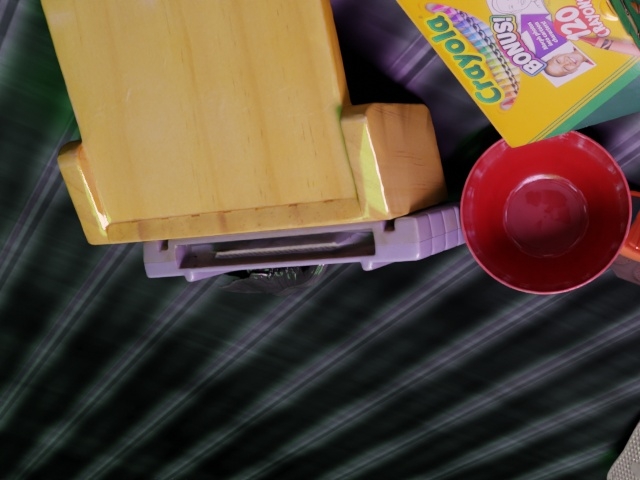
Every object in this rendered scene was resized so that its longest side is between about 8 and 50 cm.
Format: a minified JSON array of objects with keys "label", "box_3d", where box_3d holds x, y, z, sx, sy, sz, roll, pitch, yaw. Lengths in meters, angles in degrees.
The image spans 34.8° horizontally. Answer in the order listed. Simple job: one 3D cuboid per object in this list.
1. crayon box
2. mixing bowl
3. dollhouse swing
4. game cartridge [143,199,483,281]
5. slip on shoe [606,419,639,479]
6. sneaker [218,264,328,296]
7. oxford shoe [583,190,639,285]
[{"label":"crayon box","box_3d":[0.188,-0.213,0.933,0.165,0.081,0.278,-15,140,34]},{"label":"mixing bowl","box_3d":[0.251,-0.030,1.142,0.182,0.181,0.098,1,177,14]},{"label":"dollhouse swing","box_3d":[-0.079,-0.164,1.106,0.347,0.304,0.315,-5,-175,23]},{"label":"game cartridge","box_3d":[0.000,0.000,1.207,0.355,0.068,0.230,-5,-179,30]},{"label":"slip on shoe","box_3d":[0.574,0.342,1.666,0.101,0.123,0.331,-15,148,-20]},{"label":"sneaker","box_3d":[-0.065,0.040,1.419,0.089,0.051,0.170,21,149,-24]},{"label":"oxford shoe","box_3d":[0.424,0.023,1.237,0.271,0.096,0.098,30,160,-17]}]
